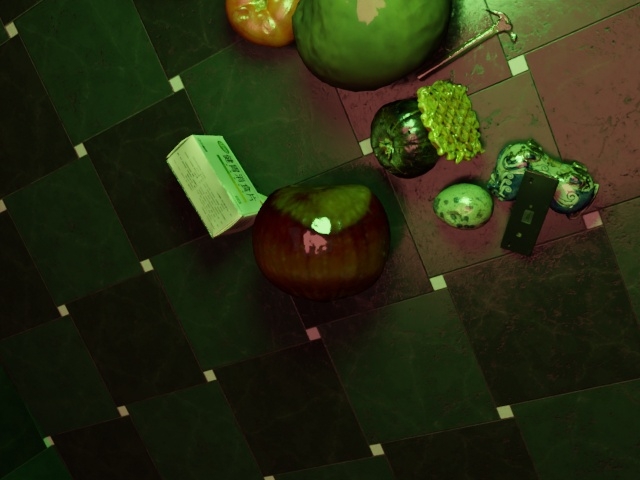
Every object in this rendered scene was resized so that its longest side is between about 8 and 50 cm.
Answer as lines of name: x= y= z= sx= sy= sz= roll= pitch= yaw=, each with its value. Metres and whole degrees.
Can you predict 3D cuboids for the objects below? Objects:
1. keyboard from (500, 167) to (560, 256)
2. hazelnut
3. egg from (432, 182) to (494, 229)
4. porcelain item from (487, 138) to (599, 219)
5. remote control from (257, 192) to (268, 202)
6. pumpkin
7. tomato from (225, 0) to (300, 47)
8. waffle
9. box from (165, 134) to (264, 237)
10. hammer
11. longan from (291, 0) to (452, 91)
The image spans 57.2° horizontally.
keyboard: x=0.593 y=-0.076 z=1.683 sx=0.106 sy=0.027 sz=0.317 roll=22 pitch=142 yaw=18
hazelnut: x=0.000 y=0.000 z=1.801 sx=0.429 sy=0.402 sz=0.402 roll=3 pitch=107 yaw=5
egg: x=0.426 y=-0.102 z=1.758 sx=0.181 sy=0.141 sz=0.141 roll=8 pitch=109 yaw=28
porcelain item: x=0.629 y=-0.159 z=1.678 sx=0.288 sy=0.138 sz=0.186 roll=29 pitch=124 yaw=10
remote control: x=-0.188 y=-0.107 z=2.020 sx=0.221 sy=0.042 sz=0.078 roll=24 pitch=113 yaw=12
pumpkin: x=0.244 y=-0.297 z=1.724 sx=0.238 sy=0.159 sz=0.238 roll=32 pitch=137 yaw=36
tomato: x=-0.152 y=-0.705 z=1.753 sx=0.259 sy=0.180 sz=0.260 roll=4 pitch=107 yaw=15
waffle: x=0.369 y=-0.335 z=1.654 sx=0.052 sy=0.254 sz=0.245 roll=-22 pitch=85 yaw=46
box: x=-0.346 y=-0.188 z=1.952 sx=0.145 sy=0.173 sz=0.333 roll=-36 pitch=82 yaw=25
hammer: x=0.408 y=-0.550 z=1.692 sx=0.297 sy=0.027 sz=0.125 roll=-30 pitch=95 yaw=25
longan: x=0.147 y=-0.600 z=1.562 sx=0.404 sy=0.404 sz=0.436 roll=44 pitch=145 yaw=2
